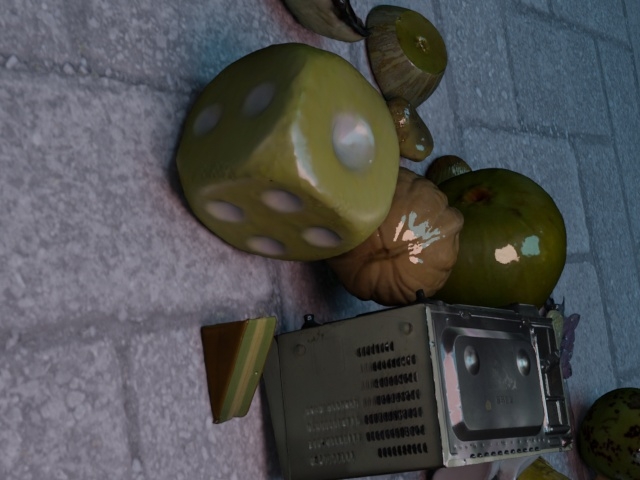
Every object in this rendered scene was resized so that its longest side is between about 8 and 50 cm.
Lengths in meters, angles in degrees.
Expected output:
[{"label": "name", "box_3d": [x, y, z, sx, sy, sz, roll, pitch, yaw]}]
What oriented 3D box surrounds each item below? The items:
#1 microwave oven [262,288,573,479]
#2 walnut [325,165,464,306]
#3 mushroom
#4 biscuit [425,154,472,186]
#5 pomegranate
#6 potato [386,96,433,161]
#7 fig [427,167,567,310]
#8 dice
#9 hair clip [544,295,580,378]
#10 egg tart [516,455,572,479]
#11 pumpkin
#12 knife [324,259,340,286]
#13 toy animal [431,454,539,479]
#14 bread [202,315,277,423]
[{"label": "microwave oven", "box_3d": [0.149, 0.223, 1.485, 0.394, 0.333, 0.247, 11, 67, -52]}, {"label": "walnut", "box_3d": [0.114, -0.008, 1.532, 0.261, 0.225, 0.224, -50, 124, -78]}, {"label": "mushroom", "box_3d": [-0.010, -0.495, 1.652, 0.247, 0.130, 0.344, -21, 99, -70]}, {"label": "biscuit", "box_3d": [0.263, -0.079, 1.973, 0.176, 0.031, 0.228, 36, 52, -42]}, {"label": "pomegranate", "box_3d": [0.711, 0.515, 2.260, 0.285, 0.285, 0.340, 34, 85, -44]}, {"label": "potato", "box_3d": [0.159, -0.207, 1.834, 0.138, 0.070, 0.091, 56, 39, -30]}, {"label": "fig", "box_3d": [0.300, 0.038, 1.791, 0.316, 0.316, 0.316, 20, 64, -50]}, {"label": "dice", "box_3d": [-0.044, -0.117, 1.387, 0.238, 0.233, 0.226, 38, 53, -37]}, {"label": "hair clip", "box_3d": [0.542, 0.217, 2.253, 0.146, 0.056, 0.187, 19, 68, -43]}, {"label": "egg tart", "box_3d": [0.462, 0.579, 1.982, 0.315, 0.120, 0.314, 19, 66, -49]}, {"label": "pumpkin", "box_3d": [0.180, -0.363, 1.888, 0.217, 0.110, 0.217, 12, 73, -46]}, {"label": "knife", "box_3d": [-0.002, 0.000, 1.595, 0.166, 0.023, 0.078, 53, 53, -31]}, {"label": "toy animal", "box_3d": [0.317, 0.336, 1.783, 0.265, 0.206, 0.271, -4, 81, -51]}, {"label": "bread", "box_3d": [-0.104, 0.179, 1.351, 0.074, 0.084, 0.139, 2, 80, -55]}]
